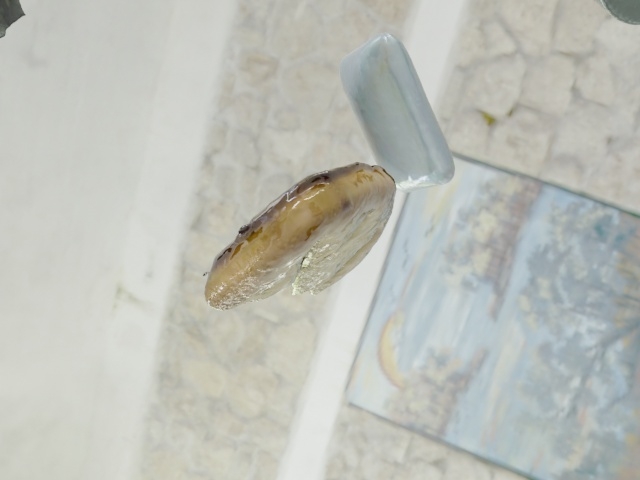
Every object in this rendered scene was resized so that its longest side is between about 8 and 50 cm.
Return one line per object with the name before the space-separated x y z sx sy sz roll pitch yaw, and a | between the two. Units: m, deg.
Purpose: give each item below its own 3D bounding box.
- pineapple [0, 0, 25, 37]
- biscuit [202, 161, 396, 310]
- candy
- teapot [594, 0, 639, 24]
pineapple | -0.333 -0.179 0.894 0.119 0.111 0.237 86 180 -50
biscuit | 0.003 -0.003 0.867 0.154 0.045 0.299 -42 -11 13
candy | 0.082 -0.136 1.130 0.071 0.174 0.138 -27 6 -16
teapot | 0.348 -0.352 1.191 0.239 0.149 0.162 -33 -56 -11
